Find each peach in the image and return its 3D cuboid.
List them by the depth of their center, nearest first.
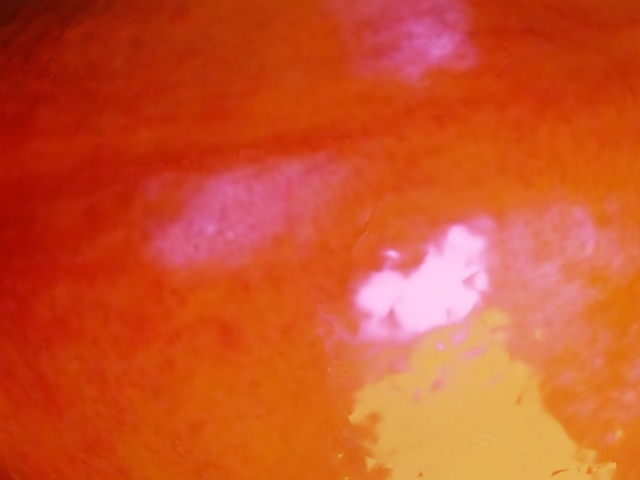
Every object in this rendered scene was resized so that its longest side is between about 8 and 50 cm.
[{"bbox_3d":[0.000,0.005,0.607,0.308,0.289,0.289,-25,162,-18],"label":"peach"}]
